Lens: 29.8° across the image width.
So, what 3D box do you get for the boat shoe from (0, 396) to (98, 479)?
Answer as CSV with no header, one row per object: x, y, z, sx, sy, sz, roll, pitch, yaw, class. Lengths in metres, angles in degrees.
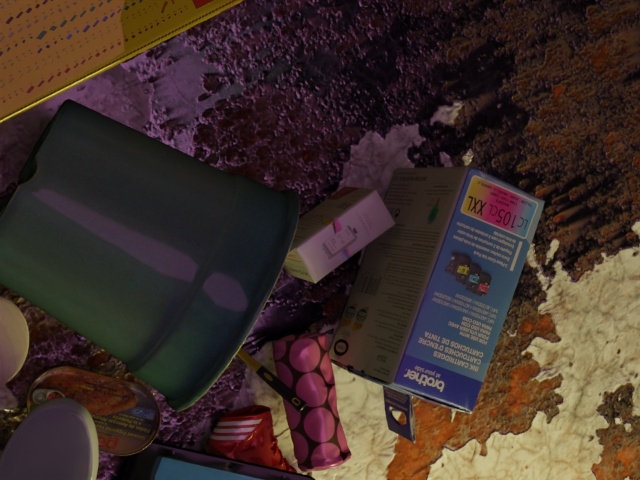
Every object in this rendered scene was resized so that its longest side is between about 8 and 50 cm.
-0.369,0.375,1.677,0.136,0.156,0.367,10,103,3,boat shoe

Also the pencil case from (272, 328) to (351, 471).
-0.009,0.243,1.830,0.095,0.098,0.209,-11,84,17,pencil case

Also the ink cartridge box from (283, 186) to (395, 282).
0.000,0.000,1.820,0.198,0.115,0.067,-35,108,-16,ink cartridge box

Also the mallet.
-0.103,0.193,1.789,0.062,0.039,0.189,-41,78,-9,mallet

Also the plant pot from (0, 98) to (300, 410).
-0.255,0.000,1.608,0.334,0.341,0.341,31,82,-15,plant pot

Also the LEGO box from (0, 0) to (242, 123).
-0.356,-0.286,1.497,0.500,0.372,0.193,-31,106,-18,LEGO box

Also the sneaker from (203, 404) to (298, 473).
-0.068,0.328,1.834,0.221,0.087,0.128,24,86,-25,sneaker

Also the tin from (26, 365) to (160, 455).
-0.323,0.244,1.712,0.190,0.040,0.106,17,71,-9,tin

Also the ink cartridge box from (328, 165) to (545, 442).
0.156,0.095,1.812,0.151,0.270,0.395,23,85,-19,ink cartridge box

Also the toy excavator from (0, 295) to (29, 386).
-0.642,0.195,1.515,0.433,0.222,0.445,33,72,-24,toy excavator

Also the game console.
-0.161,0.458,1.719,0.293,0.250,0.173,14,129,-10,game console
